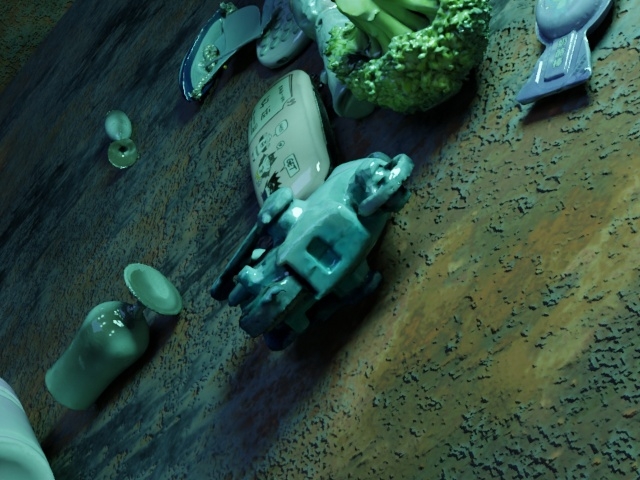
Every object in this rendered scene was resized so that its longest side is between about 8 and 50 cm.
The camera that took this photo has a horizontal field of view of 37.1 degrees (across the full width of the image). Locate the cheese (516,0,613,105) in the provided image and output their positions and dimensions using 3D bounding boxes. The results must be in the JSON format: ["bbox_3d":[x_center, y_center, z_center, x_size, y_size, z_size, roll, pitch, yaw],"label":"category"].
[{"bbox_3d":[0.262,-0.230,0.993,0.105,0.042,0.191,-17,50,51],"label":"cheese"}]

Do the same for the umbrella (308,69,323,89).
[{"bbox_3d":[-0.021,-0.223,1.435,0.083,0.020,0.031,-48,69,14],"label":"umbrella"}]

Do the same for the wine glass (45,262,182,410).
[{"bbox_3d":[-0.311,0.147,1.408,0.231,0.103,0.103,-47,30,22],"label":"wine glass"}]

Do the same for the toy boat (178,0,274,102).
[{"bbox_3d":[-0.167,-0.364,1.713,0.291,0.067,0.220,-17,48,59],"label":"toy boat"}]

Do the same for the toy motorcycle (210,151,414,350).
[{"bbox_3d":[0.000,0.000,1.065,0.260,0.154,0.206,-46,6,3],"label":"toy motorcycle"}]

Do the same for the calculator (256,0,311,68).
[{"bbox_3d":[-0.037,-0.417,1.633,0.184,0.042,0.295,-24,45,44],"label":"calculator"}]

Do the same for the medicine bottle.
[{"bbox_3d":[-0.528,0.334,1.440,0.202,0.202,0.316,-58,29,-3],"label":"medicine bottle"}]

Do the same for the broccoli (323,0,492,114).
[{"bbox_3d":[0.097,-0.248,1.119,0.226,0.176,0.198,27,85,25],"label":"broccoli"}]

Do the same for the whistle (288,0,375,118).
[{"bbox_3d":[0.028,-0.310,1.358,0.142,0.133,0.346,-35,45,27],"label":"whistle"}]

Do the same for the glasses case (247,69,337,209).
[{"bbox_3d":[-0.043,-0.132,1.314,0.122,0.075,0.314,-40,32,21],"label":"glasses case"}]

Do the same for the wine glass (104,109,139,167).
[{"bbox_3d":[-0.417,-0.215,1.979,0.066,0.066,0.198,-50,28,11],"label":"wine glass"}]
